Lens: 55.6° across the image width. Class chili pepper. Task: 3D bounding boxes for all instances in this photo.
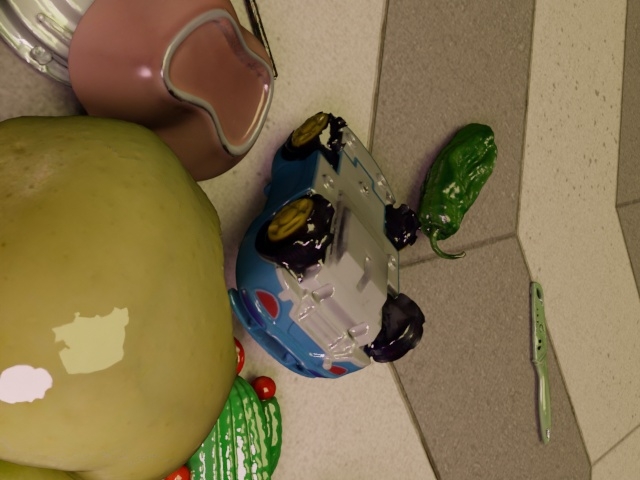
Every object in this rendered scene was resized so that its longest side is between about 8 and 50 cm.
[{"bbox_3d":[0.204,-0.088,0.899,0.100,0.074,0.257,51,58,-27],"label":"chili pepper"}]

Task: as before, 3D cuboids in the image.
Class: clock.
[{"bbox_3d":[-0.203,-0.256,0.573,0.236,0.053,0.236,1,88,-39],"label":"clock"}]

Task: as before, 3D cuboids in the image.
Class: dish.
[{"bbox_3d":[-0.117,-0.150,0.577,0.213,0.090,0.213,-23,120,-46],"label":"dish"}]

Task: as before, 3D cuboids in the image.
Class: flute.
[{"bbox_3d":[-0.093,-0.317,0.693,0.014,0.014,0.270,-26,106,-38],"label":"flute"}]

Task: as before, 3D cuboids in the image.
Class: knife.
[{"bbox_3d":[0.394,0.220,1.086,0.043,0.020,0.293,-1,89,-39],"label":"knife"}]

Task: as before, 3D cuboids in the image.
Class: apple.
[{"bbox_3d":[-0.192,0.050,0.436,0.279,0.279,0.279,2,87,-40],"label":"apple"}]

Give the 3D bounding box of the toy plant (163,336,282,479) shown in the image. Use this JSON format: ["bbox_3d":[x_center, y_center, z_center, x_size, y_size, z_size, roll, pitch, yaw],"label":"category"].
[{"bbox_3d":[-0.093,0.208,0.631,0.154,0.088,0.240,38,53,-46],"label":"toy plant"}]

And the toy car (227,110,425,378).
[{"bbox_3d":[0.000,0.000,0.673,0.198,0.166,0.314,49,30,-30],"label":"toy car"}]
